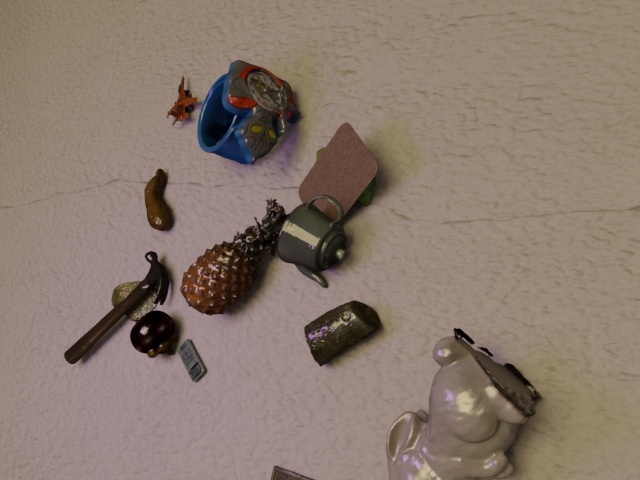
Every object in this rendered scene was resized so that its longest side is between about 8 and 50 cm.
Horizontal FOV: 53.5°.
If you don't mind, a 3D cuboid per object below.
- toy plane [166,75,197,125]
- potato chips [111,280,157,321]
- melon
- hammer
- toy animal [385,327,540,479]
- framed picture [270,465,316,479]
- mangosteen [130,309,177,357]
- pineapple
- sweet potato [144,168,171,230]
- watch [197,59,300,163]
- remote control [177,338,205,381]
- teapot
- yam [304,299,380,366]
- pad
[{"bbox_3d":[-0.455,-0.466,2.108,0.135,0.062,0.189,-18,49,27],"label":"toy plane"},{"bbox_3d":[-0.571,0.187,1.952,0.209,0.026,0.143,-22,62,24],"label":"potato chips"},{"bbox_3d":[0.062,-0.181,1.649,0.209,0.064,0.118,33,98,40],"label":"melon"},{"bbox_3d":[-0.624,0.227,1.933,0.440,0.044,0.168,-41,57,14],"label":"hammer"},{"bbox_3d":[0.250,0.380,1.243,0.258,0.193,0.357,47,108,26],"label":"toy animal"},{"bbox_3d":[-0.030,0.632,1.427,0.249,0.016,0.184,4,74,34],"label":"framed picture"},{"bbox_3d":[-0.466,0.271,1.800,0.140,0.140,0.140,-12,66,30],"label":"mangosteen"},{"bbox_3d":[-0.212,0.042,1.680,0.361,0.175,0.175,-46,54,11],"label":"pineapple"},{"bbox_3d":[-0.518,-0.122,2.014,0.081,0.062,0.233,-20,58,9],"label":"sweet potato"},{"bbox_3d":[-0.224,-0.322,1.811,0.274,0.241,0.306,-25,57,43],"label":"watch"},{"bbox_3d":[-0.358,0.331,1.757,0.053,0.017,0.124,-45,54,12],"label":"remote control"},{"bbox_3d":[0.000,0.000,1.560,0.148,0.162,0.240,27,120,29],"label":"teapot"},{"bbox_3d":[0.042,0.210,1.487,0.183,0.107,0.107,-33,57,18],"label":"yam"},{"bbox_3d":[0.038,-0.152,1.613,0.266,0.002,0.176,-53,56,36],"label":"pad"}]
